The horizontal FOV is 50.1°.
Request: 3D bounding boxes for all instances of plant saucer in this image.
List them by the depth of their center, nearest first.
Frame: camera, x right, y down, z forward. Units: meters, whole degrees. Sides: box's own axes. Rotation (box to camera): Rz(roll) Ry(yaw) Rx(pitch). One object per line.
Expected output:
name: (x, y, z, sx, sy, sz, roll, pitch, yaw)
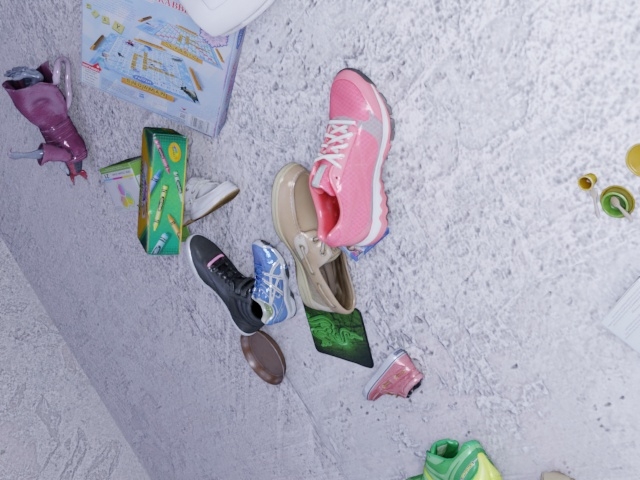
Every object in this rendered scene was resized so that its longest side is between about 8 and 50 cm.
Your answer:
plant saucer: (-0.145, 0.299, 1.791, 0.168, 0.029, 0.168, 27, 132, 35)

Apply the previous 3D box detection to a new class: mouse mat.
mouse mat: (0.037, 0.205, 1.536, 0.190, 0.007, 0.152, 8, 120, 47)

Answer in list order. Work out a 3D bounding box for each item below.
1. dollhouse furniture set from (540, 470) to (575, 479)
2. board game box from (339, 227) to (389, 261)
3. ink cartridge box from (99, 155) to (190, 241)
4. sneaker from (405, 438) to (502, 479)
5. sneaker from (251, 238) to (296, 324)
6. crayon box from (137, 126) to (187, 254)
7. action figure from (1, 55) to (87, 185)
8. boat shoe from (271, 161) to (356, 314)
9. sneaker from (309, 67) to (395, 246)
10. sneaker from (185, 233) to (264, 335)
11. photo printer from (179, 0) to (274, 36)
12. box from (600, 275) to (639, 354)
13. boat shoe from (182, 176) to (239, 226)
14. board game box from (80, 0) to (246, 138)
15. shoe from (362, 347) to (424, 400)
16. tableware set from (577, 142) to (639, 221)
dollhouse furniture set: (0.461, 0.461, 1.182, 0.161, 0.101, 0.181, 8, 123, 18)
board game box: (0.066, -0.017, 1.280, 0.090, 0.090, 0.020, 39, 155, 25)
ink cartridge box: (-0.466, -0.096, 1.834, 0.189, 0.097, 0.255, -2, 112, 49)
sneaker: (0.262, 0.472, 1.401, 0.295, 0.110, 0.123, -47, 54, 54)
sneaker: (-0.119, 0.099, 1.580, 0.080, 0.081, 0.211, 1, 113, 51)
crayon box: (-0.375, -0.120, 1.612, 0.165, 0.081, 0.278, -147, 60, -64)
action figure: (-0.760, -0.338, 1.991, 0.276, 0.248, 0.370, -18, 120, 10)
boat shoe: (0.000, 0.000, 1.357, 0.110, 0.122, 0.341, 14, 134, 38)
sneaker: (0.043, -0.133, 1.164, 0.116, 0.136, 0.313, 9, 107, 46)
sneaker: (-0.209, 0.093, 1.669, 0.147, 0.105, 0.295, -25, 100, 51)
photo printer: (-0.172, -0.521, 1.144, 0.256, 0.107, 0.307, -38, 84, 30)
box: (0.449, 0.085, 0.901, 0.087, 0.101, 0.102, 42, 141, 22)
boat shoe: (-0.288, -0.104, 1.622, 0.277, 0.098, 0.096, -20, 100, 54)
board game box: (-0.320, -0.396, 1.372, 0.319, 0.065, 0.318, 23, 137, -1)
shoe: (0.151, 0.304, 1.423, 0.081, 0.064, 0.178, 48, 138, 22)
tableware set: (0.415, -0.075, 0.896, 0.154, 0.024, 0.104, -2, 112, 50)
